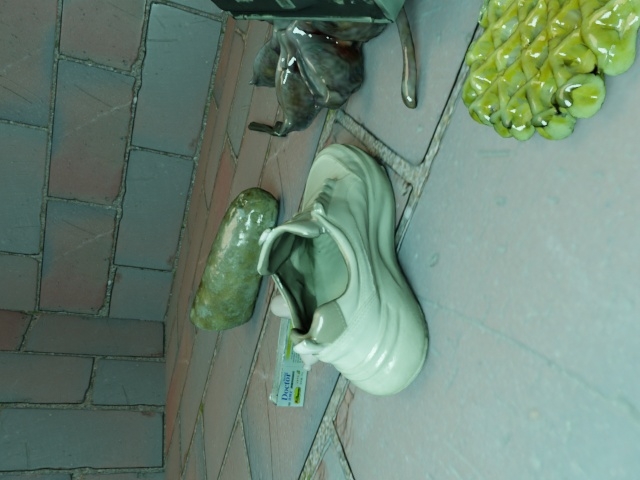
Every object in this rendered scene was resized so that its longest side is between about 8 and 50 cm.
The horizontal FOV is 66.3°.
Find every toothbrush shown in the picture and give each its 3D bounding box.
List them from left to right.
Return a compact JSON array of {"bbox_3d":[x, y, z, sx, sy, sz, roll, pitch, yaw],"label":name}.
[{"bbox_3d":[-0.127,-0.262,1.137,0.031,0.030,0.297,-69,23,7],"label":"toothbrush"}]

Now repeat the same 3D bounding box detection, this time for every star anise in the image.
[{"bbox_3d":[0.007,-0.278,0.688,0.316,0.139,0.360,-32,66,57],"label":"star anise"}]

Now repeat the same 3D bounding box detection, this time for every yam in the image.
[{"bbox_3d":[-0.169,0.045,1.013,0.331,0.133,0.133,-68,25,19],"label":"yam"}]

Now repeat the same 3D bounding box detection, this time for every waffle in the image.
[{"bbox_3d":[0.166,-0.164,0.351,0.169,0.036,0.184,-120,45,-62],"label":"waffle"}]

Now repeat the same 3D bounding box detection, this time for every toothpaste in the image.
[{"bbox_3d":[-0.041,0.162,0.733,0.034,0.046,0.164,176,102,-66],"label":"toothpaste"}]

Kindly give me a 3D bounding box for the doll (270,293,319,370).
[{"bbox_3d":[-0.003,0.079,0.639,0.160,0.059,0.161,24,90,60],"label":"doll"}]

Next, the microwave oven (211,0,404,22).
[{"bbox_3d":[-0.029,-0.381,0.526,0.295,0.181,0.238,25,87,42],"label":"microwave oven"}]

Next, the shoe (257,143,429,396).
[{"bbox_3d":[0.000,0.000,0.512,0.124,0.159,0.316,-43,45,32],"label":"shoe"}]
